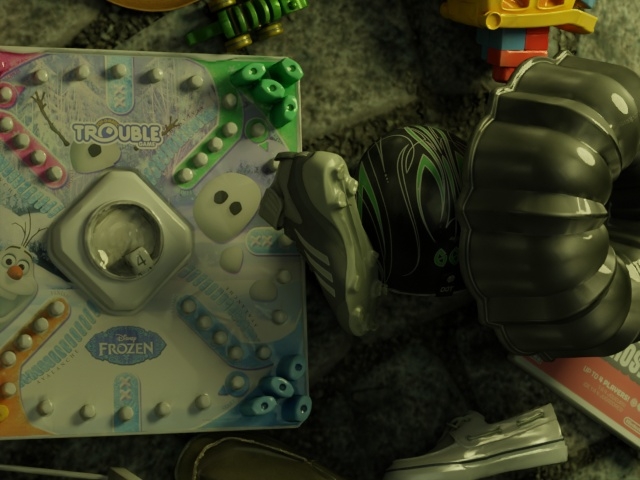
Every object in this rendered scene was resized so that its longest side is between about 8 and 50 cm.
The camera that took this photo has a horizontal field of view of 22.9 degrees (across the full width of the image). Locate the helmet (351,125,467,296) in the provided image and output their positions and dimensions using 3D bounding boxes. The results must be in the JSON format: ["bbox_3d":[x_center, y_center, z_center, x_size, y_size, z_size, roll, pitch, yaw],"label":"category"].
[{"bbox_3d":[0.107,-0.037,1.650,0.169,0.169,0.162,-5,108,-19],"label":"helmet"}]

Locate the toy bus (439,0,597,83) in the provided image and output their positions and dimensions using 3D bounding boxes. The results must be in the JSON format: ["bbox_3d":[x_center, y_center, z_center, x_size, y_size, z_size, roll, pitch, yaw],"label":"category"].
[{"bbox_3d":[0.240,-0.279,1.710,0.220,0.149,0.212,-6,105,-22],"label":"toy bus"}]

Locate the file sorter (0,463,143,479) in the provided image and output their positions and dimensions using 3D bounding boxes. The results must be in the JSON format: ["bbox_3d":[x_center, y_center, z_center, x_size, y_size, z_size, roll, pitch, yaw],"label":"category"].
[{"bbox_3d":[-0.268,0.357,1.490,0.173,0.193,0.278,8,87,-17],"label":"file sorter"}]

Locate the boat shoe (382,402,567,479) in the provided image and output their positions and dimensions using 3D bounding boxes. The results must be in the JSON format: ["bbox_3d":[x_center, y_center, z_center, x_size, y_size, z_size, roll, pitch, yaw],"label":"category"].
[{"bbox_3d":[0.162,0.222,1.710,0.226,0.083,0.076,-5,79,-31],"label":"boat shoe"}]

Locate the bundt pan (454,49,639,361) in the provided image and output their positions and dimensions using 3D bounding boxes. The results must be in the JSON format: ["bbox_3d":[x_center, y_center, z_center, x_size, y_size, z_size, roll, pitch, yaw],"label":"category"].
[{"bbox_3d":[0.289,-0.032,1.629,0.330,0.124,0.331,-5,97,-45],"label":"bundt pan"}]

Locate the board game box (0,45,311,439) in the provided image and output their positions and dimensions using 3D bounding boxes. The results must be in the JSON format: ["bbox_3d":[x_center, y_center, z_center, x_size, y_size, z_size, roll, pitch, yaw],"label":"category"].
[{"bbox_3d":[-0.195,-0.001,1.578,0.389,0.050,0.390,0,85,-19],"label":"board game box"}]

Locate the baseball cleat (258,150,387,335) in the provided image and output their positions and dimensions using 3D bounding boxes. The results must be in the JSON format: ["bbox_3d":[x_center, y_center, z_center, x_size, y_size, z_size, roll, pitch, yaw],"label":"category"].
[{"bbox_3d":[0.000,0.000,1.589,0.072,0.109,0.206,-43,130,-49],"label":"baseball cleat"}]

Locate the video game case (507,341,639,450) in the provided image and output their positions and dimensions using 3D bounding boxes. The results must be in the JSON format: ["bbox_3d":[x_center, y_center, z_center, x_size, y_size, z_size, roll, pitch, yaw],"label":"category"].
[{"bbox_3d":[0.361,0.068,1.801,0.204,0.025,0.285,35,78,-16],"label":"video game case"}]

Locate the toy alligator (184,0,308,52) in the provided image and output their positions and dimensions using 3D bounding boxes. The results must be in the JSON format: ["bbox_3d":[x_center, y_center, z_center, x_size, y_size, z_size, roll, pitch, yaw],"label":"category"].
[{"bbox_3d":[-0.051,-0.243,1.645,0.189,0.051,0.056,-23,97,-18],"label":"toy alligator"}]

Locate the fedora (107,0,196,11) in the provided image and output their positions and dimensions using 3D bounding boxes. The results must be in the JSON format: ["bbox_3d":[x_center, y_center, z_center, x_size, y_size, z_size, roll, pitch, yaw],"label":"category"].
[{"bbox_3d":[-0.167,-0.324,1.591,0.194,0.079,0.194,0,89,-20],"label":"fedora"}]

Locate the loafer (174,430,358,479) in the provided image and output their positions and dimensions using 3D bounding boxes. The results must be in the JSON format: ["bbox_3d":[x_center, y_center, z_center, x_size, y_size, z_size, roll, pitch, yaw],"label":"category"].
[{"bbox_3d":[-0.027,0.258,1.628,0.251,0.087,0.094,18,83,-18],"label":"loafer"}]
